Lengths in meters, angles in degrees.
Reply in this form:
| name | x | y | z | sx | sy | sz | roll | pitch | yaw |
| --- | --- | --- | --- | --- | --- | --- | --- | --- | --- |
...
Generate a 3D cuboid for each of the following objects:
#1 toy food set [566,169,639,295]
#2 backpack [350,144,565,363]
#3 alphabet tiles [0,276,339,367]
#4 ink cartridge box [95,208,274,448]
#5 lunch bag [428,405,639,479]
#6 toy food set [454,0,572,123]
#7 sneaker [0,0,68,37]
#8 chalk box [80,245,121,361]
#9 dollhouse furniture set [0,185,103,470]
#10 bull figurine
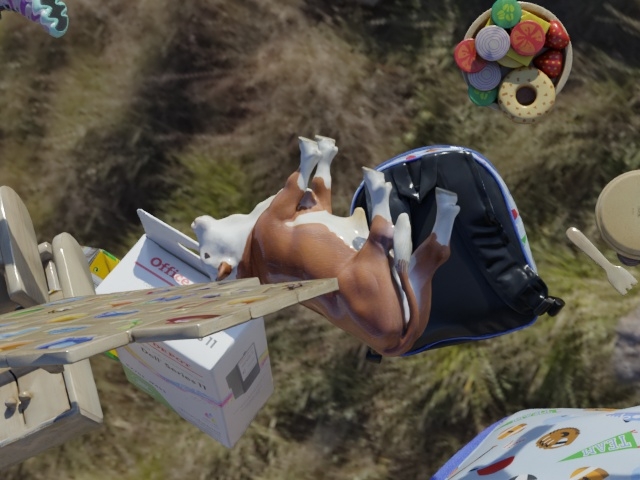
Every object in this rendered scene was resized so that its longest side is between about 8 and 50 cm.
| name | x | y | z | sx | sy | sz | roll | pitch | yaw |
| --- | --- | --- | --- | --- | --- | --- | --- | --- | --- |
| toy food set | 0.423 | -0.028 | 1.537 | 0.192 | 0.038 | 0.132 | -42 | 69 | -1 |
| backpack | 0.164 | 0.001 | 1.620 | 0.277 | 0.263 | 0.213 | -14 | 14 | 4 |
| alphabet tiles | -0.119 | 0.043 | 0.625 | 0.237 | 0.198 | 0.009 | -7 | 95 | 33 |
| ink cartridge box | -0.185 | 0.129 | 1.626 | 0.207 | 0.353 | 0.119 | 30 | 64 | 19 |
| lunch bag | 0.331 | 0.295 | 1.322 | 0.328 | 0.385 | 0.238 | -13 | 101 | 33 |
| toy food set | 0.140 | -0.131 | 0.856 | 0.083 | 0.083 | 0.020 | -63 | 0 | 9 |
| sneaker | -0.284 | -0.222 | 1.119 | 0.069 | 0.038 | 0.098 | -33 | 85 | 31 |
| chalk box | -0.364 | 0.095 | 1.872 | 0.132 | 0.132 | 0.213 | -58 | 24 | -13 |
| dollhouse furniture set | -0.442 | 0.088 | 1.415 | 0.362 | 0.394 | 0.256 | -25 | 61 | 8 |
| bull figurine | 0.000 | 0.000 | 1.195 | 0.310 | 0.101 | 0.188 | 26 | 104 | 38 |
